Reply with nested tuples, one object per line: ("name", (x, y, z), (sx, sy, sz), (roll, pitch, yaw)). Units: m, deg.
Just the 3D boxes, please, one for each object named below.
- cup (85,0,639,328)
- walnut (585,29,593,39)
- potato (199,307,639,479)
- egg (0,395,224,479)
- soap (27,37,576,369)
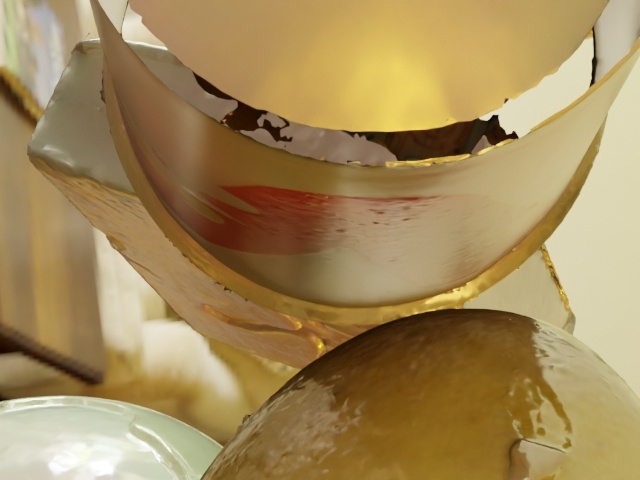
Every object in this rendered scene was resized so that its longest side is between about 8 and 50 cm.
("cup", (0.011, -0.073, 0.455), (0.288, 0.203, 0.203), (99, -17, -87))
("walnut", (0.183, -0.232, 1.172), (0.155, 0.184, 0.155), (20, 90, -89))
("potato", (0.038, 0.078, 0.419), (0.202, 0.182, 0.117), (136, -37, -76))
("egg", (-0.137, 0.216, 0.759), (0.278, 0.278, 0.336), (-90, -159, -45))
("soap", (0.000, 0.000, 0.996), (0.107, 0.285, 0.296), (-66, 153, -17))
